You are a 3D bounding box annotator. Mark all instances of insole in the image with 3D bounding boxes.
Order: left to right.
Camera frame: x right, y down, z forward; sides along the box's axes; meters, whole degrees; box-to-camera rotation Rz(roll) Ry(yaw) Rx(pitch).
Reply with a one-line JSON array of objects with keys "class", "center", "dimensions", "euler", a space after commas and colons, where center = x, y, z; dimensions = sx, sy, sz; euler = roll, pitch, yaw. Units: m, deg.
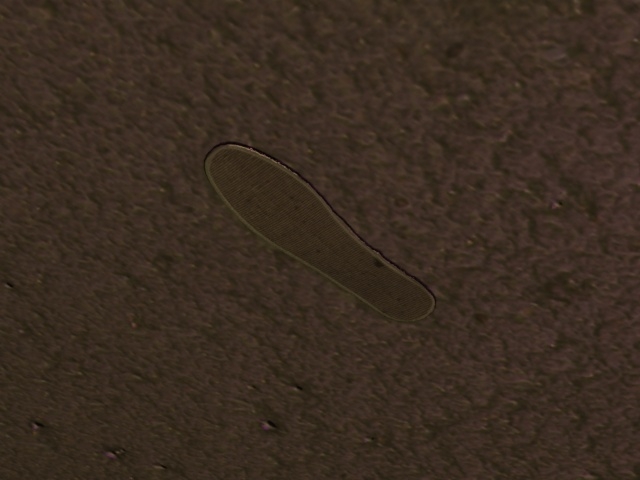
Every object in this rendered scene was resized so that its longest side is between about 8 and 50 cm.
[{"class": "insole", "center": [0.000, 0.000, 0.873], "dimensions": [0.232, 0.003, 0.080], "euler": [38, 135, -24]}]
